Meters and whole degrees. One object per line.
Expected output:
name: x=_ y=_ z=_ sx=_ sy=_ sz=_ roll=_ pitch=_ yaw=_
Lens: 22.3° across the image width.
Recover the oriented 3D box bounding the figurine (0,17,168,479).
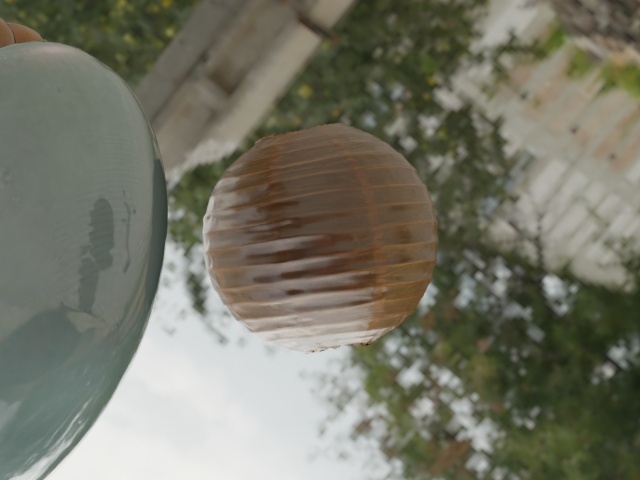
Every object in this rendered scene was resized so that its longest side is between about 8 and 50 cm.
figurine: x=-0.227 y=0.029 z=0.737 sx=0.382 sy=0.224 sz=0.205 roll=-9 pitch=123 yaw=42

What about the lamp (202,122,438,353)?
lamp: x=0.000 y=0.000 z=0.925 sx=0.136 sy=0.136 sz=0.136 roll=38 pitch=-171 yaw=-7
